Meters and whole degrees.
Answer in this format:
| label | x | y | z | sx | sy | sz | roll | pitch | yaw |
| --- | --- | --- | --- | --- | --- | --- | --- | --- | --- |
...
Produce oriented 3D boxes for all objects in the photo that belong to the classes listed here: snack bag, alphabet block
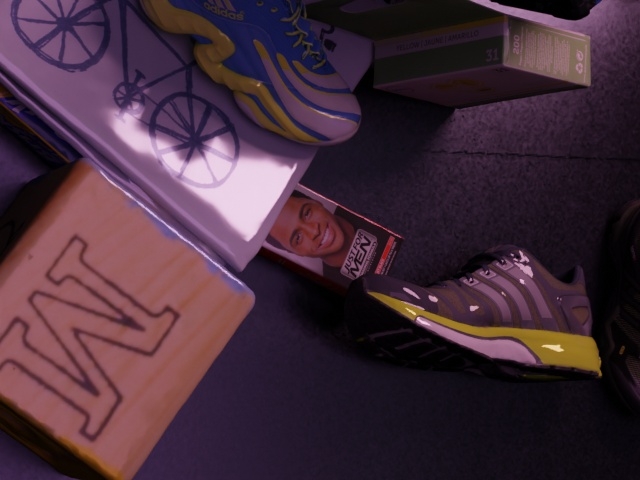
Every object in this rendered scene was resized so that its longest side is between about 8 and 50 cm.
| label | x | y | z | sx | sy | sz | roll | pitch | yaw |
| --- | --- | --- | --- | --- | --- | --- | --- | --- | --- |
| snack bag | -0.116 | -0.191 | 1.566 | 0.323 | 0.037 | 0.342 | 40 | 58 | -15 |
| alphabet block | -0.205 | 0.072 | 1.460 | 0.193 | 0.192 | 0.197 | 39 | 72 | -14 |

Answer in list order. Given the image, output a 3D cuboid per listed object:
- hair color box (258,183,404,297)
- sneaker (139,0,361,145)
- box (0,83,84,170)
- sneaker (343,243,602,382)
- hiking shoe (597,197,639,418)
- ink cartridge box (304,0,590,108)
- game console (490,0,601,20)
| label | x | y | z | sx | sy | sz | roll | pitch | yaw |
| --- | --- | --- | --- | --- | --- | --- | --- | --- | --- |
| hair color box | 0.000 | 0.000 | 1.627 | 0.141 | 0.043 | 0.072 | 26 | 79 | -19 |
| sneaker | -0.042 | -0.175 | 1.507 | 0.240 | 0.126 | 0.091 | 34 | 56 | -18 |
| box | -0.258 | -0.126 | 1.518 | 0.169 | 0.059 | 0.054 | 41 | 73 | -15 |
| sneaker | 0.143 | 0.061 | 1.648 | 0.300 | 0.111 | 0.121 | 14 | 70 | -38 |
| hiking shoe | 0.337 | 0.068 | 1.725 | 0.086 | 0.114 | 0.227 | -1 | 87 | -22 |
| ink cartridge box | 0.106 | -0.173 | 1.577 | 0.235 | 0.171 | 0.056 | 8 | 82 | -42 |
| game console | 0.139 | -0.307 | 1.549 | 0.250 | 0.293 | 0.173 | -39 | 123 | -21 |
